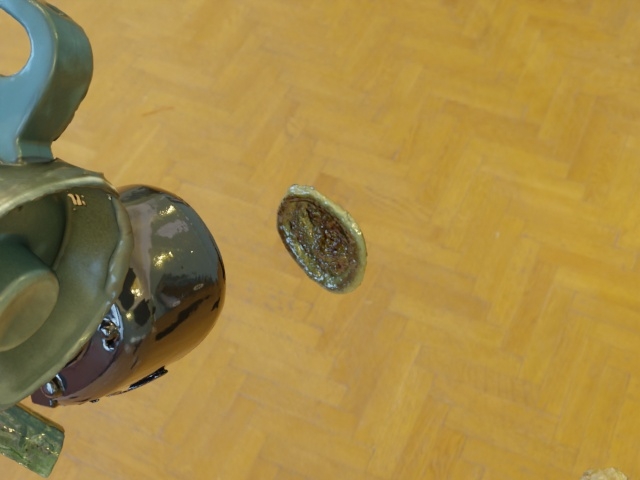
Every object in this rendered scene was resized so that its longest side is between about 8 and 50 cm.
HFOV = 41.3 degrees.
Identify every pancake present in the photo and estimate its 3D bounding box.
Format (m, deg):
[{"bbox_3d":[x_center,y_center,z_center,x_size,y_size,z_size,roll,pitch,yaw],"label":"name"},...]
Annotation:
[{"bbox_3d":[-0.001,-0.001,0.735,0.108,0.108,0.017,33,47,25],"label":"pancake"}]

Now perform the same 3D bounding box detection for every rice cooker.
[{"bbox_3d":[-0.161,0.044,0.622,0.142,0.203,0.118,56,36,3],"label":"rice cooker"}]

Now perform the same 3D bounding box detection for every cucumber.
[{"bbox_3d":[-0.454,0.218,1.117,0.244,0.115,0.063,34,78,-18],"label":"cucumber"}]

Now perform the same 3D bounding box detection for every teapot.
[{"bbox_3d":[-0.204,-0.041,0.390,0.225,0.171,0.203,34,104,16],"label":"teapot"}]

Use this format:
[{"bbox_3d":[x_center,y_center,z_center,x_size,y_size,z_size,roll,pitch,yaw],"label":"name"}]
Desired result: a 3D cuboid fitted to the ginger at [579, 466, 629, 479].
[{"bbox_3d":[0.163,0.272,0.676,0.176,0.052,0.193,3,77,17],"label":"ginger"}]
